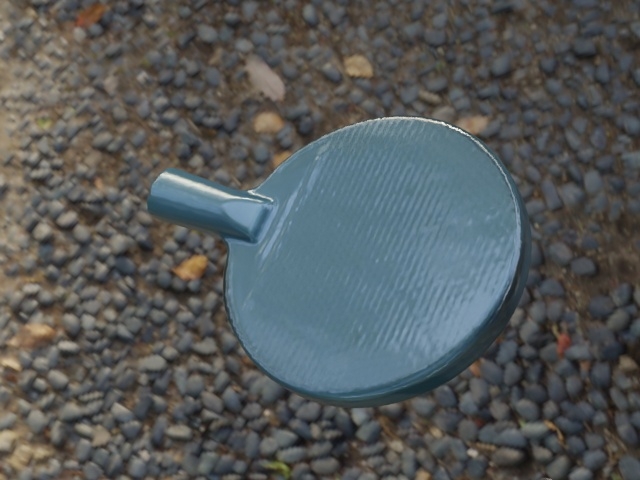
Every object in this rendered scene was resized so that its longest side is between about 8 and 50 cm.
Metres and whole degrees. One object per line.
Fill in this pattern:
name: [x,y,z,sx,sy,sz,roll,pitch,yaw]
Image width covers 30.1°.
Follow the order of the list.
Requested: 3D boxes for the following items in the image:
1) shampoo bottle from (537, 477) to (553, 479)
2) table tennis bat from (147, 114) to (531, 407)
shampoo bottle: [0.101,0.214,0.799,0.165,0.080,0.040,-26,62,-29]
table tennis bat: [0.000,0.000,0.845,0.329,0.044,0.215,16,76,39]
